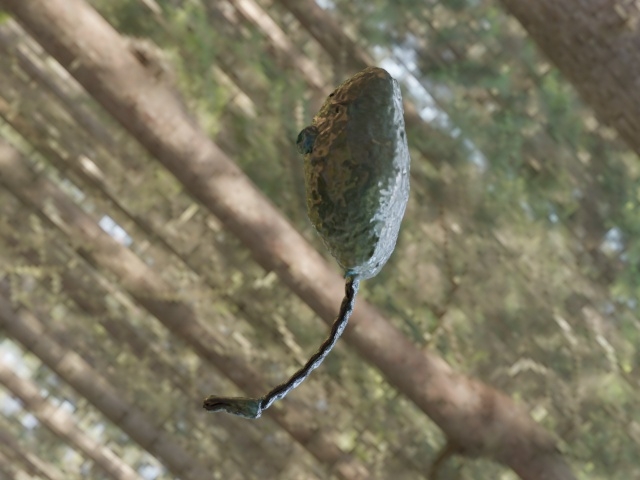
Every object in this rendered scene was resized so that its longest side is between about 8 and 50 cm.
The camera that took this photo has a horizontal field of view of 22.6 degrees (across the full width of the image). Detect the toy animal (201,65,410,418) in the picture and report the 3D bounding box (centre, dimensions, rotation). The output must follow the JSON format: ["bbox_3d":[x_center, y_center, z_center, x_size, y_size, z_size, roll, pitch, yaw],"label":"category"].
[{"bbox_3d":[0.008,0.006,1.055,0.079,0.070,0.253,10,-103,37],"label":"toy animal"}]
